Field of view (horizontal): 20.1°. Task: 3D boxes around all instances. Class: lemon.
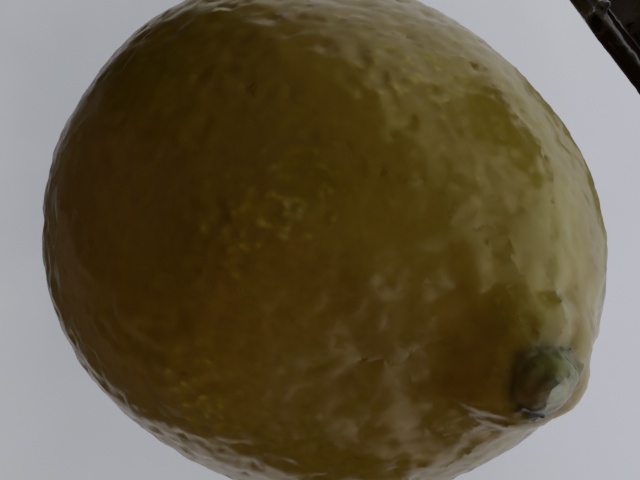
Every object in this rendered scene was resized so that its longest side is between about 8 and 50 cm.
[{"bbox_3d":[0.000,0.000,0.657,0.244,0.187,0.187,24,-74,34],"label":"lemon"}]

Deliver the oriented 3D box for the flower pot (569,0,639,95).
[{"bbox_3d":[0.214,-0.079,0.905,0.084,0.251,0.179,-39,-98,13],"label":"flower pot"}]
